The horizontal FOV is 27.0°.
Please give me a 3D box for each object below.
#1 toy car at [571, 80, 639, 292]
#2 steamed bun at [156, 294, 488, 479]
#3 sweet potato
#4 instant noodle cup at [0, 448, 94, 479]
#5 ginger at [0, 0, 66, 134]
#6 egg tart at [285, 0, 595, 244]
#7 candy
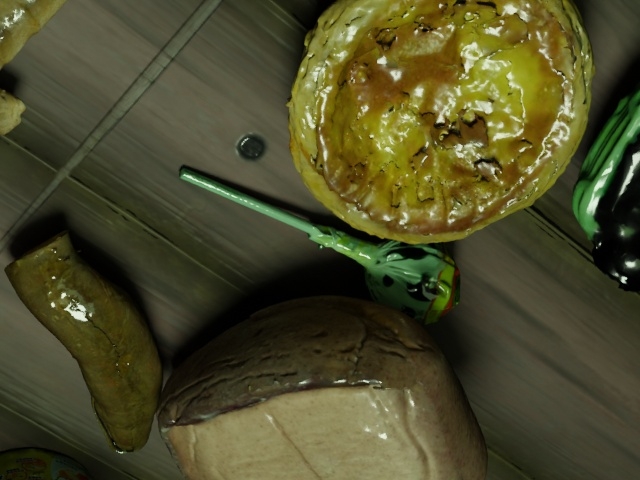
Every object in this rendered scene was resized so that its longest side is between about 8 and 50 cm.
[{"bbox_3d":[0.415,-0.041,1.308,0.358,0.176,0.213,19,114,-18],"label":"toy car"},{"bbox_3d":[0.009,0.168,1.321,0.301,0.199,0.251,-14,120,23],"label":"steamed bun"},{"bbox_3d":[-0.215,0.104,1.309,0.112,0.085,0.286,6,138,23],"label":"sweet potato"},{"bbox_3d":[-0.304,0.324,1.371,0.205,0.153,0.205,-5,119,-10],"label":"instant noodle cup"},{"bbox_3d":[-0.320,-0.135,1.140,0.148,0.081,0.334,9,120,-35],"label":"ginger"},{"bbox_3d":[0.102,-0.138,1.208,0.290,0.115,0.290,-5,119,-9],"label":"egg tart"},{"bbox_3d":[0.000,0.000,1.297,0.305,0.083,0.091,22,72,-16],"label":"candy"}]
